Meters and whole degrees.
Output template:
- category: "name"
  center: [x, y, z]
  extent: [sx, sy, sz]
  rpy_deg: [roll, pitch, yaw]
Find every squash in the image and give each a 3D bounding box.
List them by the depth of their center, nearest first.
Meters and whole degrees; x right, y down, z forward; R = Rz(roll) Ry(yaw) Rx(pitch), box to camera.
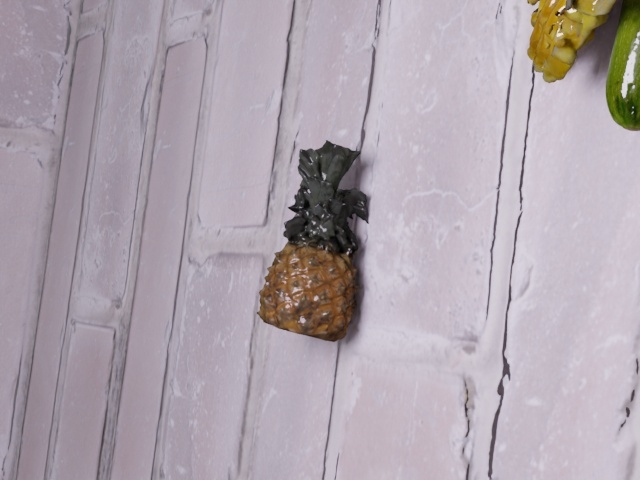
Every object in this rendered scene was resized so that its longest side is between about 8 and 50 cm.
- category: "squash"
  center: [0.313, -0.219, 1.018]
  extent: [0.069, 0.069, 0.238]
  rpy_deg: [21, 100, 57]

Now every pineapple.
- category: "pineapple"
  center: [-0.001, 0.000, 1.400]
  extent: [0.128, 0.128, 0.248]
  rpy_deg: [2, 79, 57]

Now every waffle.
- category: "waffle"
  center: [0.261, -0.294, 1.061]
  extent: [0.262, 0.060, 0.280]
  rpy_deg: [124, 162, -67]
